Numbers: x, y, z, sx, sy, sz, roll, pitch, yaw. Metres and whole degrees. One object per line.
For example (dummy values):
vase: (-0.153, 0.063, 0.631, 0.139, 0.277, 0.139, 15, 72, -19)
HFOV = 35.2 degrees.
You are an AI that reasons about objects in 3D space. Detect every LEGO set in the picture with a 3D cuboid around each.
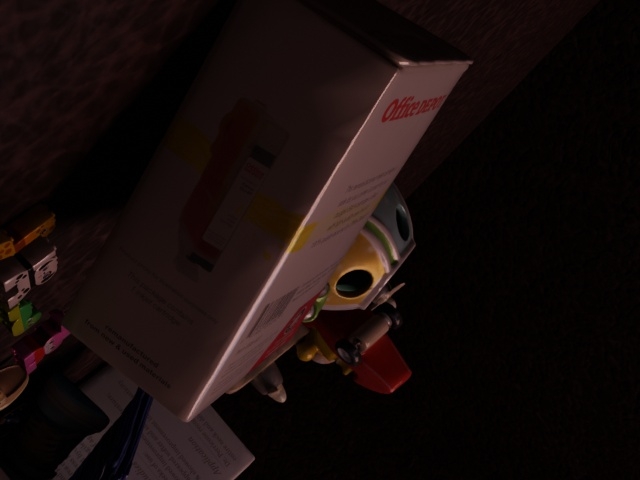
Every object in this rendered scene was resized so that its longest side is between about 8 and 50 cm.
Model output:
LEGO set: (-0.267, 0.028, 0.920, 0.093, 0.087, 0.227, -42, 169, -25)

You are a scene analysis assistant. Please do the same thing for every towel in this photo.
towel: (-0.378, 0.388, 1.605, 0.336, 0.040, 0.243, -50, -165, 24)

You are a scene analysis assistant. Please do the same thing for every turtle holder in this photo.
turtle holder: (0.012, -0.015, 1.463, 0.243, 0.227, 0.320, -51, 177, 3)

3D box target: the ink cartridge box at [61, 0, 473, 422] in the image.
ink cartridge box: (-0.044, -0.054, 0.983, 0.384, 0.160, 0.279, -57, 169, 19)

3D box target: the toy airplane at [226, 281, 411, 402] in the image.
toy airplane: (-0.014, 0.154, 2.088, 0.386, 0.384, 0.272, -1, 144, 0)

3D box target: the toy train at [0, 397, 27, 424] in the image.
toy train: (-0.506, 0.289, 1.527, 0.158, 0.036, 0.027, -36, 173, -40)

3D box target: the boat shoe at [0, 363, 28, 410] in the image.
boat shoe: (-0.430, 0.200, 1.291, 0.135, 0.050, 0.045, -37, 178, -36)

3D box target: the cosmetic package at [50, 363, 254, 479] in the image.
cosmetic package: (-0.407, 0.457, 1.981, 0.394, 0.329, 0.327, -37, 174, -28)

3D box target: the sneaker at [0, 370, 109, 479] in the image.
sneaker: (-0.458, 0.330, 1.655, 0.208, 0.127, 0.319, -46, 175, -16)

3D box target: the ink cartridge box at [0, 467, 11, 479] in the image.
ink cartridge box: (-0.590, 0.465, 1.502, 0.270, 0.198, 0.197, -35, 171, -45)
